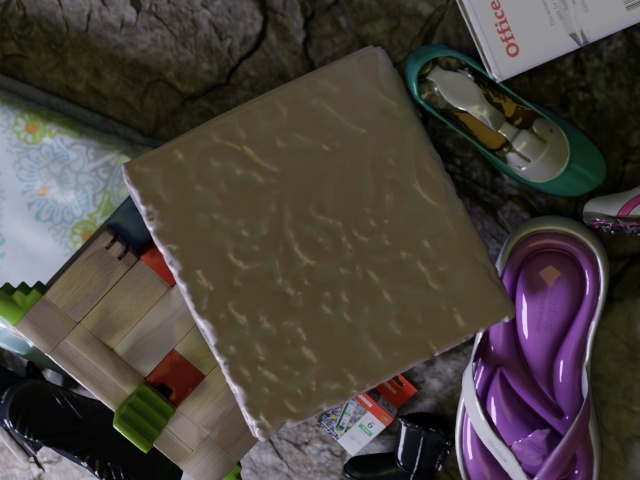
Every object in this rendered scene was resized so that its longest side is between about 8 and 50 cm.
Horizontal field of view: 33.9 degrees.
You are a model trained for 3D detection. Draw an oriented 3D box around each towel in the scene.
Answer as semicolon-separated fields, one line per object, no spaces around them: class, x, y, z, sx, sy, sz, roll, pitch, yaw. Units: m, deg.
towel;0.000;0.000;1.111;0.317;0.053;0.332;-26;87;-8
towel;-0.374;-0.026;1.294;0.374;0.090;0.321;23;113;8

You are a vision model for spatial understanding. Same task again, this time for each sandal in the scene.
sandal;0.231;0.179;1.174;0.169;0.102;0.416;3;108;15

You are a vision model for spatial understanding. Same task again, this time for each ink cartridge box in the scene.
ink cartridge box;0.057;0.202;1.272;0.063;0.029;0.115;43;114;-1
ink cartridge box;0.243;-0.272;1.033;0.217;0.092;0.159;-22;100;19

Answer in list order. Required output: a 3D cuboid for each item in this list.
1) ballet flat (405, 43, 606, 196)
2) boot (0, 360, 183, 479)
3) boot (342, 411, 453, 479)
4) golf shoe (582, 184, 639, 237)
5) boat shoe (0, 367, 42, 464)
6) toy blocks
ballet flat;0.189;-0.119;1.099;0.247;0.087;0.083;35;107;2
boot;-0.306;0.228;1.311;0.246;0.207;0.094;31;77;-26
boot;0.094;0.252;1.259;0.121;0.045;0.099;10;117;-7
golf shoe;0.366;-0.048;1.091;0.186;0.067;0.086;-6;79;18
boat shoe;-0.438;0.202;1.413;0.065;0.075;0.206;-36;89;-20
toy blocks;-0.144;0.086;1.188;0.381;0.191;0.261;43;90;-12
